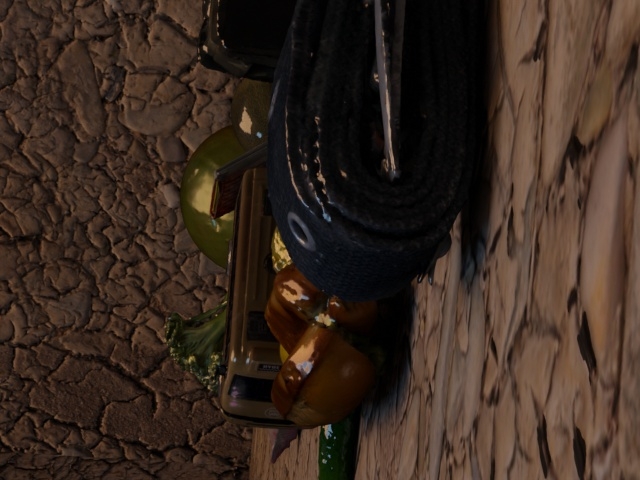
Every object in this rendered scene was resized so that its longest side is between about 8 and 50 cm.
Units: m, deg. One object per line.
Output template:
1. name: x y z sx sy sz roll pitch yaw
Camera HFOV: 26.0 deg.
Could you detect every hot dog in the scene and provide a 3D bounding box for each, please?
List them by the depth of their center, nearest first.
1. hot dog: 0.008 0.085 1.158 0.337 0.100 0.135 111 155 -77

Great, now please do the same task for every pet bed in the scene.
1. pet bed: -0.033 -0.268 1.467 0.159 0.183 0.210 150 125 -82

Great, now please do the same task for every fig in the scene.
1. fig: -0.089 -0.043 1.874 0.207 0.207 0.230 99 165 -45

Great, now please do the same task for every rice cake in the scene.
1. rice cake: -0.046 0.245 2.021 0.290 0.051 0.081 99 -177 -61

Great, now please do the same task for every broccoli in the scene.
1. broccoli: -0.104 0.091 2.187 0.252 0.221 0.361 -37 -36 -45

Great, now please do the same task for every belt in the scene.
1. belt: 0.033 -0.083 0.816 0.128 0.122 0.218 113 162 -67

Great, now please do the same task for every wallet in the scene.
1. wallet: -0.052 -0.098 1.714 0.020 0.196 0.103 48 152 21

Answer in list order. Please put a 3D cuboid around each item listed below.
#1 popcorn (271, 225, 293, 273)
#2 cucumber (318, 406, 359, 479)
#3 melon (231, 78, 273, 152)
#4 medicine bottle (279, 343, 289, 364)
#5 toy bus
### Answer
1. popcorn: -0.001 0.018 1.353 0.109 0.097 0.089 74 -161 -60
2. cucumber: 0.017 0.183 1.328 0.037 0.037 0.155 -106 20 -78
3. melon: -0.066 -0.159 1.776 0.098 0.098 0.130 102 155 -61
4. medicine bottle: 0.000 0.000 1.490 0.111 0.076 0.308 104 170 -60
5. toy bus: -0.044 0.065 1.613 0.157 0.140 0.289 102 173 -59
